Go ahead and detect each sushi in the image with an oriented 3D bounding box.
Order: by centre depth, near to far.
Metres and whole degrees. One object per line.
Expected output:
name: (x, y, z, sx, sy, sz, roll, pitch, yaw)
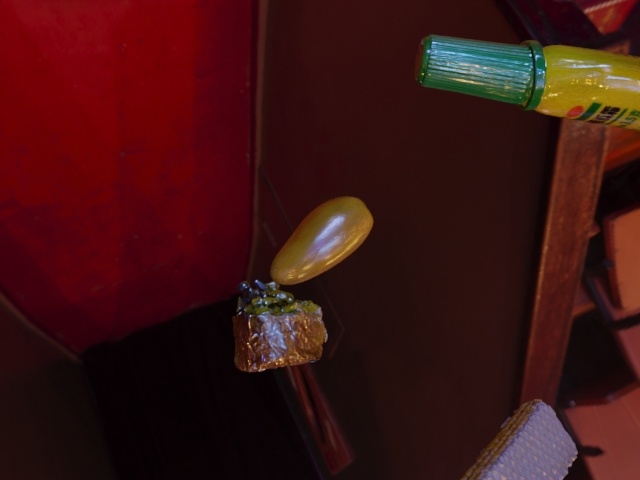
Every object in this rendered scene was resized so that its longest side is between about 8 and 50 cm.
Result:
sushi: (-0.088, 0.170, 1.306, 0.166, 0.179, 0.296, -4, 179, 43)

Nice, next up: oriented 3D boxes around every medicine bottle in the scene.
medicine bottle: (0.255, -0.174, 0.689, 0.308, 0.076, 0.111, 9, 178, -3)

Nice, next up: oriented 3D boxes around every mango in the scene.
mango: (0.000, 0.000, 0.971, 0.184, 0.085, 0.102, -36, -155, -14)

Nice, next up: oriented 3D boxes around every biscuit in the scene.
biscuit: (0.222, 0.288, 0.752, 0.054, 0.094, 0.378, -35, 167, 32)
